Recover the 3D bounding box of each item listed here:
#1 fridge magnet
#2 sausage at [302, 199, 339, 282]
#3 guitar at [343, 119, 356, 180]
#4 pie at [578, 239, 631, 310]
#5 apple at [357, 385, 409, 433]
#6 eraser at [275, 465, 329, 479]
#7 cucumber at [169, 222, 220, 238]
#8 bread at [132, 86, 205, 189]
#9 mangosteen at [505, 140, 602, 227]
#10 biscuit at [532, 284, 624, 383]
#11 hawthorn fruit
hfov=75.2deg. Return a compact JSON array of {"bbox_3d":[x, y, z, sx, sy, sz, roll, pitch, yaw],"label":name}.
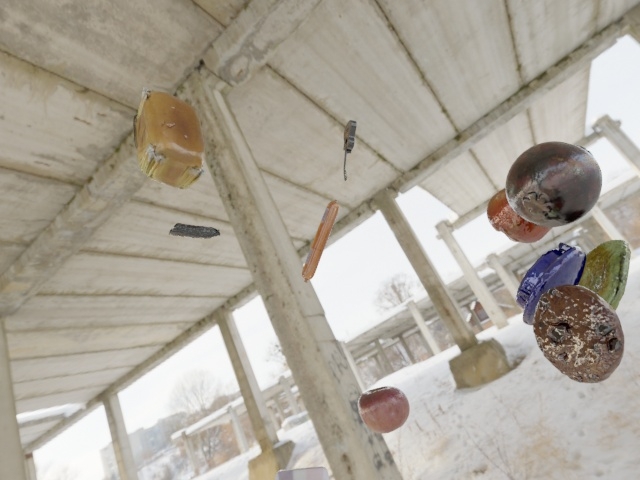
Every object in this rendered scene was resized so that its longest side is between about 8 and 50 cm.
[{"bbox_3d":[0.668,0.130,1.208,0.265,0.112,0.266,-24,-47,-28],"label":"fridge magnet"},{"bbox_3d":[0.000,0.000,1.626,0.348,0.053,0.053,-69,-22,-7],"label":"sausage"},{"bbox_3d":[0.102,-0.329,1.526,0.025,0.234,0.088,8,-15,-14],"label":"guitar"},{"bbox_3d":[0.928,0.144,1.399,0.324,0.070,0.323,-62,-7,-14],"label":"pie"},{"bbox_3d":[0.190,0.501,1.233,0.153,0.120,0.153,-14,-15,-4],"label":"apple"},{"bbox_3d":[-0.035,0.477,0.804,0.105,0.065,0.026,-2,-23,-3],"label":"eraser"},{"bbox_3d":[-0.459,-0.032,1.522,0.181,0.053,0.053,7,-32,-16],"label":"cucumber"},{"bbox_3d":[-0.342,-0.236,0.946,0.136,0.241,0.107,18,-51,-41],"label":"bread"},{"bbox_3d":[0.784,-0.191,1.392,0.310,0.312,0.311,-23,-22,-10],"label":"mangosteen"},{"bbox_3d":[0.499,0.183,0.814,0.049,0.192,0.192,-9,-26,-21],"label":"biscuit"},{"bbox_3d":[0.875,-0.127,1.760,0.299,0.276,0.275,-33,-22,27],"label":"hawthorn fruit"}]
